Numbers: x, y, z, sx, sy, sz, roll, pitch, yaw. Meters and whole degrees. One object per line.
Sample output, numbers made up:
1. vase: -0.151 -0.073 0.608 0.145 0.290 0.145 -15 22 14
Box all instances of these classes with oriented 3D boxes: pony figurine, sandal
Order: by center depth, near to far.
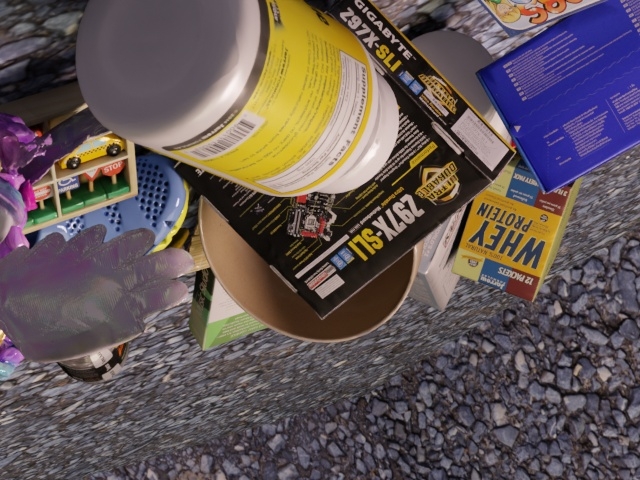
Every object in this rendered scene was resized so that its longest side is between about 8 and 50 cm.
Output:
1. pony figurine: -0.330 -0.017 1.436 0.351 0.302 0.363 -30 136 19
2. sandal: -0.304 -0.009 1.834 0.317 0.126 0.138 -28 162 9

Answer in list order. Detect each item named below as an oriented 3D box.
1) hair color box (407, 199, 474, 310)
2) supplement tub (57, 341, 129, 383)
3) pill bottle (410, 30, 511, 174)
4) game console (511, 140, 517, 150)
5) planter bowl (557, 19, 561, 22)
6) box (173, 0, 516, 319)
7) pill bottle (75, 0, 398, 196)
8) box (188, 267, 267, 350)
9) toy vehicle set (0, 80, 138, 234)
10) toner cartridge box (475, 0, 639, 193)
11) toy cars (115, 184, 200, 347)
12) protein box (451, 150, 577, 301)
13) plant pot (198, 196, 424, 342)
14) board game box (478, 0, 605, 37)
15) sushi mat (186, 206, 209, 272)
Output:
1. hair color box: 0.172 -0.017 2.443 0.185 0.114 0.374 -64 168 -7
2. supplement tub: -0.354 0.145 2.323 0.117 0.117 0.190 -23 167 -6
3. pill bottle: 0.162 -0.158 1.964 0.160 0.160 0.283 -25 166 2
4. game console: 0.307 -0.166 2.357 0.144 0.124 0.085 -19 139 -22
5. planter bowl: 0.379 -0.248 1.898 0.217 0.217 0.090 -28 159 14
6. box: 0.018 -0.090 1.737 0.322 0.257 0.079 -42 -173 41
7. pill bottle: -0.063 -0.148 1.470 0.188 0.188 0.334 -30 156 22
8. box: -0.067 0.016 2.251 0.232 0.058 0.322 -18 145 -24
9. toy vehicle set: -0.324 -0.071 1.608 0.267 0.035 0.166 -21 144 -17
10. toner cartridge box: 0.364 -0.206 1.714 0.348 0.165 0.075 -30 175 23
11. toy cars: -0.245 0.012 2.060 0.176 0.087 0.393 -57 178 -24
12. protein box: 0.312 -0.046 2.389 0.201 0.136 0.199 -47 155 -63
13. plant pot: 0.013 -0.040 1.949 0.284 0.284 0.191 -33 -171 31
14. board game box: 0.236 -0.293 1.579 0.201 0.136 0.035 -18 -141 44
15. sushi mat: -0.045 -0.041 2.101 0.317 0.019 0.151 -13 142 -36
